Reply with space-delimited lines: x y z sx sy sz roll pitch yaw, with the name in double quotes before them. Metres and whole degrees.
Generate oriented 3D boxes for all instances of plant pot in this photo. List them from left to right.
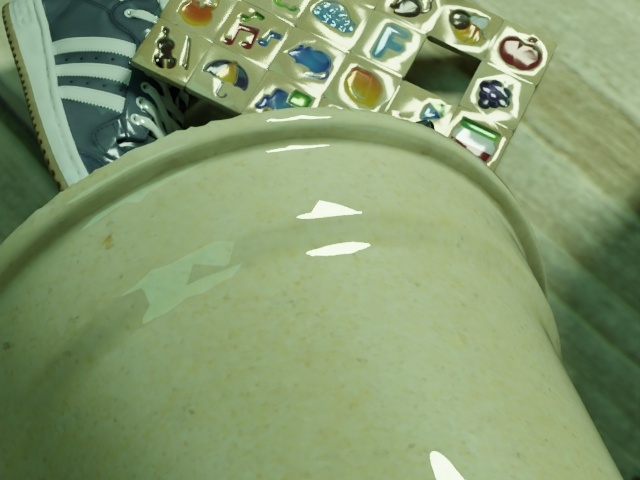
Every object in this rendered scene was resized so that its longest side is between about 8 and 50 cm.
"plant pot" 0.020 0.161 0.790 0.334 0.334 0.305 -28 43 -6

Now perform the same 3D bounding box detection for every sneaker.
"sneaker" -0.110 -0.097 1.214 0.153 0.099 0.282 -24 47 -1

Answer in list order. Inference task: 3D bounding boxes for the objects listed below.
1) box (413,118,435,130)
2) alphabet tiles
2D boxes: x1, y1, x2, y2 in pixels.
"box" 0.000 0.000 1.108 0.162 0.029 0.116 -13 86 9
"alphabet tiles" 0.009 -0.105 1.180 0.237 0.009 0.198 26 61 5
